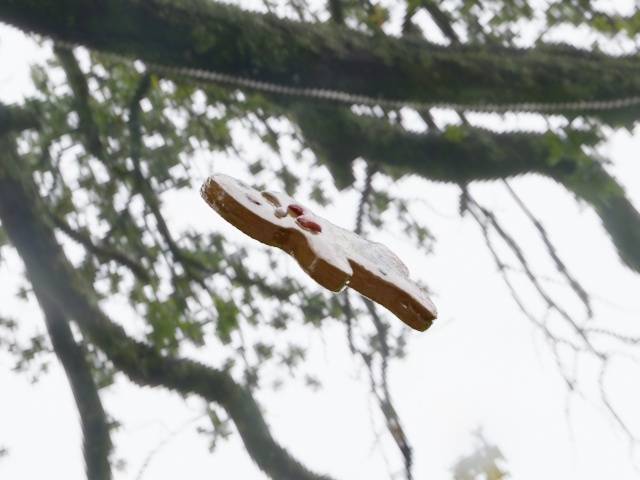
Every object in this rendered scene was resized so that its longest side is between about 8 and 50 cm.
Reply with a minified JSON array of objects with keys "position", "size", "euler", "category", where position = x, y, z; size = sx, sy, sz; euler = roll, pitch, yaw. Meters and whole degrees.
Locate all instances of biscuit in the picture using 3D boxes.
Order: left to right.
[{"position":[0.000,-0.001,1.336],"size":[0.250,0.165,0.036],"euler":[28,-76,-30],"category":"biscuit"}]
